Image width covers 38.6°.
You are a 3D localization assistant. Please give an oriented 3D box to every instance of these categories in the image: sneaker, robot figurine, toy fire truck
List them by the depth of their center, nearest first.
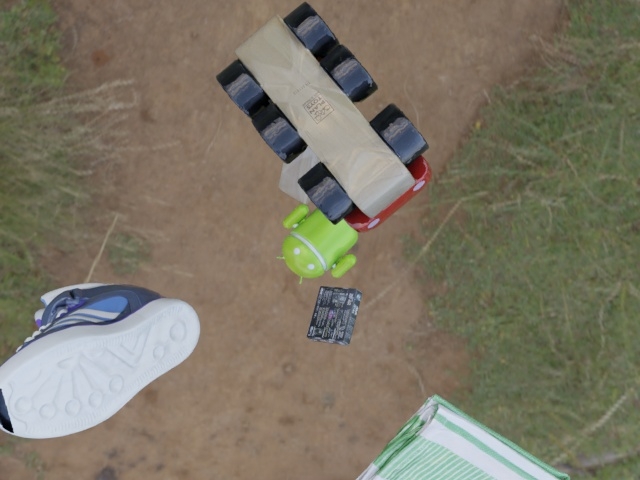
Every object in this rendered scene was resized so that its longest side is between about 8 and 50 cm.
[{"bbox_3d":[0.009,-0.095,0.968,0.158,0.217,0.246,-40,162,6],"label":"toy fire truck"},{"bbox_3d":[0.000,0.000,1.147,0.101,0.115,0.067,47,164,-1],"label":"robot figurine"},{"bbox_3d":[-0.346,0.149,1.225,0.236,0.323,0.130,5,111,41],"label":"sneaker"}]

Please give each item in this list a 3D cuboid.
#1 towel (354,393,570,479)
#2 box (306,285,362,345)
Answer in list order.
[{"bbox_3d":[0.130,0.359,1.130,0.248,0.038,0.325,32,110,-17],"label":"towel"},{"bbox_3d":[0.021,0.110,1.353,0.067,0.083,0.018,2,157,34],"label":"box"}]
